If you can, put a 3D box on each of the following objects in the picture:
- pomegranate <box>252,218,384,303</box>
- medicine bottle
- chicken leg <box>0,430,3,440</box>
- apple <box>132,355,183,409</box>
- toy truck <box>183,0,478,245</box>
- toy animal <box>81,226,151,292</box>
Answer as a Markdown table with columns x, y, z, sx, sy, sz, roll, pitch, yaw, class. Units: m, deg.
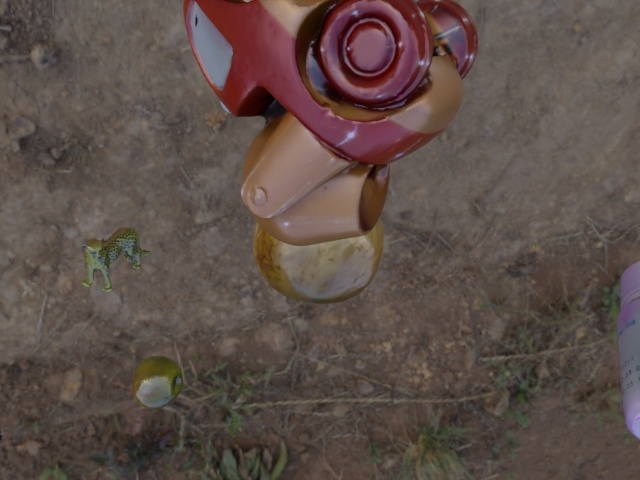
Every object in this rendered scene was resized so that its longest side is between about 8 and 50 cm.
| x | y | z | sx | sy | sz | roll | pitch | yaw | class |
| --- | --- | --- | --- | --- | --- | --- | --- | --- | --- |
| 0.000 | 0.000 | 1.070 | 0.248 | 0.248 | 0.248 | -12 | 149 | -8 | pomegranate |
| 0.508 | 0.156 | 0.847 | 0.152 | 0.254 | 0.152 | 11 | 140 | 9 | medicine bottle |
| -0.685 | 0.287 | 1.080 | 0.106 | 0.051 | 0.253 | -26 | 109 | 27 | chicken leg |
| -0.277 | 0.241 | 1.004 | 0.075 | 0.089 | 0.089 | 3 | 152 | 15 | apple |
| -0.014 | -0.135 | 0.499 | 0.239 | 0.265 | 0.189 | -44 | 174 | 32 | toy truck |
| -0.435 | 0.020 | 1.273 | 0.181 | 0.073 | 0.136 | -41 | 150 | -48 | toy animal |
